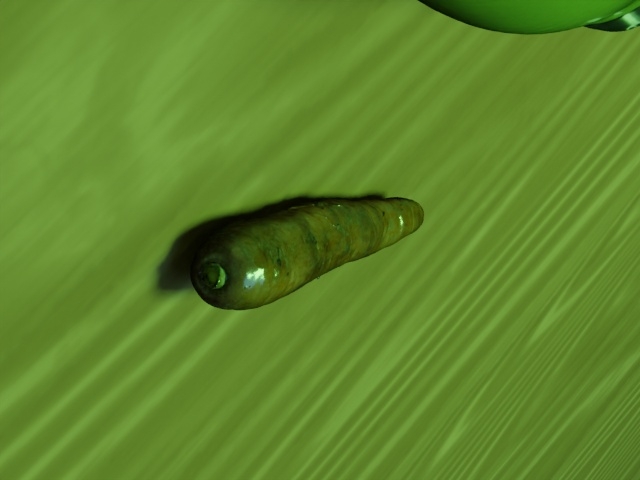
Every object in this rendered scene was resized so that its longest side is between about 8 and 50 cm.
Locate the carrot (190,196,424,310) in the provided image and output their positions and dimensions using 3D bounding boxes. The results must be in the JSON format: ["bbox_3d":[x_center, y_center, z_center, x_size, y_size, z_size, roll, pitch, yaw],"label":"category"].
[{"bbox_3d":[0.001,-0.001,0.614,0.165,0.036,0.035,-20,136,-55],"label":"carrot"}]

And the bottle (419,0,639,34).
[{"bbox_3d":[0.065,-0.127,0.489,0.112,0.112,0.260,-62,154,10],"label":"bottle"}]
